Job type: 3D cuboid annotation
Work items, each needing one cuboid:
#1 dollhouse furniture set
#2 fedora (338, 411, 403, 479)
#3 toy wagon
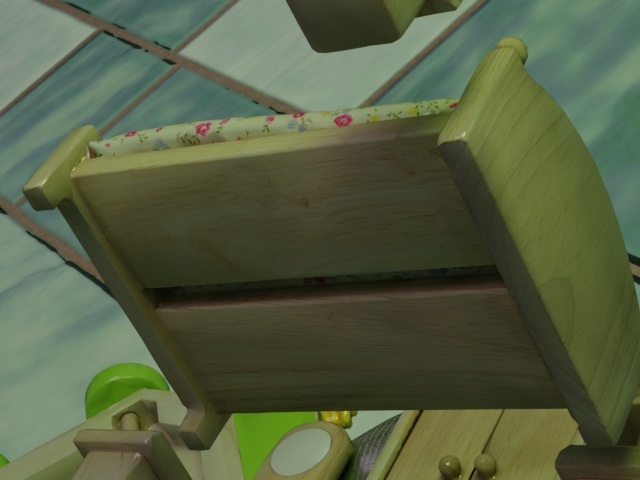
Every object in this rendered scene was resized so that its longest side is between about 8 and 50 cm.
[{"bbox_3d":[0.000,0.000,0.737,0.303,0.355,0.174,-4,37,35],"label":"dollhouse furniture set"},{"bbox_3d":[0.047,0.215,0.849,0.243,0.124,0.275,10,47,45],"label":"fedora"},{"bbox_3d":[-0.118,0.181,1.040,0.344,0.068,0.267,-29,32,8],"label":"toy wagon"}]
